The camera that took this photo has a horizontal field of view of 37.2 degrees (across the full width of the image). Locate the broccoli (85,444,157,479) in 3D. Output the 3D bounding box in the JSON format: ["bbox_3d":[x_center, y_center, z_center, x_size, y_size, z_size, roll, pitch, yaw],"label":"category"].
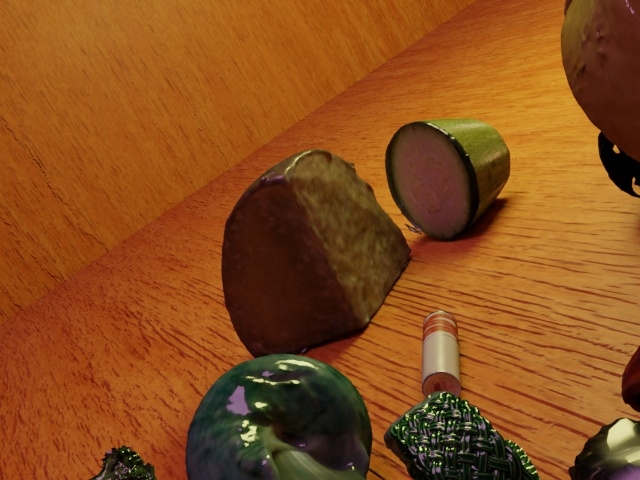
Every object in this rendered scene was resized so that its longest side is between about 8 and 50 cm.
[{"bbox_3d":[-0.194,0.282,0.823,0.195,0.156,0.195,-45,18,19],"label":"broccoli"}]

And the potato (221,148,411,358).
[{"bbox_3d":[-0.032,-0.007,1.242,0.189,0.264,0.211,-9,31,33],"label":"potato"}]

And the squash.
[{"bbox_3d":[0.178,-0.094,1.308,0.122,0.170,0.170,-24,8,-40],"label":"squash"}]

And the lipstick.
[{"bbox_3d":[0.122,0.117,0.966,0.038,0.038,0.131,-27,16,16],"label":"lipstick"}]

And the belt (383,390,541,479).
[{"bbox_3d":[0.112,0.164,0.696,0.079,0.121,0.151,-36,12,-10],"label":"belt"}]

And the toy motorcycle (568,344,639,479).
[{"bbox_3d":[0.344,0.064,0.558,0.401,0.134,0.207,-22,25,34],"label":"toy motorcycle"}]

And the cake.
[{"bbox_3d":[0.400,-0.173,0.990,0.332,0.332,0.321,-37,-21,-19],"label":"cake"}]

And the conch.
[{"bbox_3d":[-0.027,0.195,0.844,0.134,0.196,0.202,-49,-15,33],"label":"conch"}]
